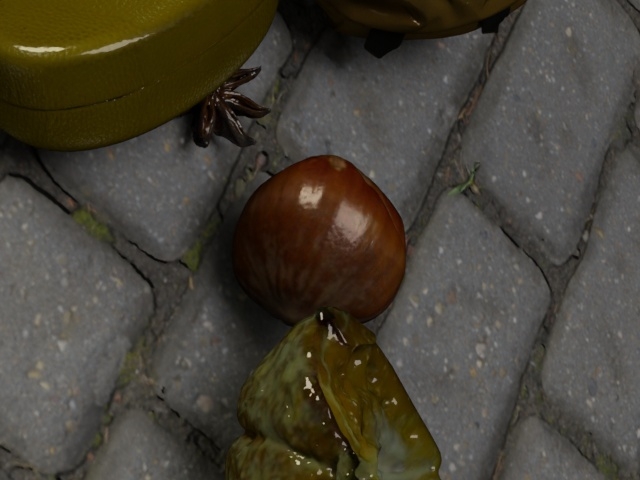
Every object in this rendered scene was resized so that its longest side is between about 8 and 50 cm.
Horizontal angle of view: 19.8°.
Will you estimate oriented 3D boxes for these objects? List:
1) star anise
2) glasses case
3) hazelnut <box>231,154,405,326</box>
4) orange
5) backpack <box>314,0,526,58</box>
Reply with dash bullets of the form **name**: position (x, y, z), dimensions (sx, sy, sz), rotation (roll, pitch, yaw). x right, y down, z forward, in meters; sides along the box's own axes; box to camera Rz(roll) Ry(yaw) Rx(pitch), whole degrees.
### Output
- **star anise**: position (-0.114, -0.148, 1.887), dimensions (0.141, 0.042, 0.141), rotation (13, 62, -26)
- **glasses case**: position (-0.168, -0.211, 1.773), dimensions (0.371, 0.173, 0.141), rotation (-43, 146, -38)
- **hazelnut**: position (0.000, 0.000, 1.831), dimensions (0.182, 0.182, 0.182), rotation (16, 64, -37)
- **orange**: position (0.027, 0.264, 1.734), dimensions (0.271, 0.210, 0.368), rotation (10, 50, -61)
- **backpack**: position (0.090, -0.397, 2.046), dimensions (0.353, 0.201, 0.378), rotation (-8, 71, -27)
